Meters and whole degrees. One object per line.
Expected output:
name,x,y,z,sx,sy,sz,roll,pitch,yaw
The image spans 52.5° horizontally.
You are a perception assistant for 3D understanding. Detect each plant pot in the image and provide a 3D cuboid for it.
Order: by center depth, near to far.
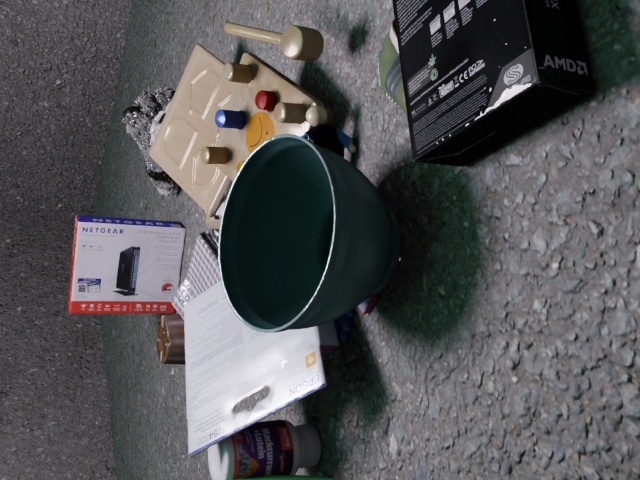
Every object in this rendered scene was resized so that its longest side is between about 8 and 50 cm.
plant pot,0.000,0.000,1.012,0.293,0.196,0.293,-13,72,49
plant pot,-0.336,0.258,1.701,0.167,0.165,0.167,-5,84,62

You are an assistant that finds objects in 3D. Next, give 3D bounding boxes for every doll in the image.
doll,0.001,-0.142,1.140,0.046,0.129,0.189,-146,49,-82

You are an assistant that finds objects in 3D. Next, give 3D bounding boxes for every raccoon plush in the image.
raccoon plush,-0.413,-0.255,1.966,0.299,0.216,0.446,48,162,35

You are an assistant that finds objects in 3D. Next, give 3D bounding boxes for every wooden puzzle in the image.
wooden puzzle,-0.272,-0.274,1.610,0.348,0.080,0.322,44,113,36

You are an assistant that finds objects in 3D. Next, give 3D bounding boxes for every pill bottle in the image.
pill bottle,-0.102,0.392,1.207,0.108,0.193,0.108,-6,83,62

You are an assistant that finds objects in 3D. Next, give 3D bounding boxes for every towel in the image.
towel,-0.218,0.136,1.475,0.284,0.121,0.235,47,131,34

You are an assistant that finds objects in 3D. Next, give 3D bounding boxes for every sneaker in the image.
sneaker,0.129,-0.230,0.964,0.086,0.064,0.192,124,140,-57

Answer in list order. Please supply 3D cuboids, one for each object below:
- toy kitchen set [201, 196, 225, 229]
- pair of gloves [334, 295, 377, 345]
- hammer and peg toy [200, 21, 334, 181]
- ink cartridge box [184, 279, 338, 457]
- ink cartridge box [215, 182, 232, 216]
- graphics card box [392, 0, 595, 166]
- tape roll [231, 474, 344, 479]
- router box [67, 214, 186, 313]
toy kitchen set,-0.260,-0.068,1.737,0.068,0.075,0.083,-1,126,27
pair of gloves,0.041,0.082,1.143,0.198,0.023,0.159,-61,38,42
hammer and peg toy,-0.097,-0.256,1.265,0.266,0.127,0.361,41,123,36
ink cartridge box,-0.119,0.189,1.191,0.324,0.071,0.330,-32,48,25
ink cartridge box,-0.165,-0.088,1.475,0.180,0.060,0.104,3,64,63
graphics card box,0.191,-0.304,0.810,0.233,0.094,0.371,-31,60,58
tape roll,-0.061,0.437,0.987,0.321,0.321,0.077,-11,80,62
router box,-0.622,0.082,2.081,0.082,0.335,0.301,36,119,59
